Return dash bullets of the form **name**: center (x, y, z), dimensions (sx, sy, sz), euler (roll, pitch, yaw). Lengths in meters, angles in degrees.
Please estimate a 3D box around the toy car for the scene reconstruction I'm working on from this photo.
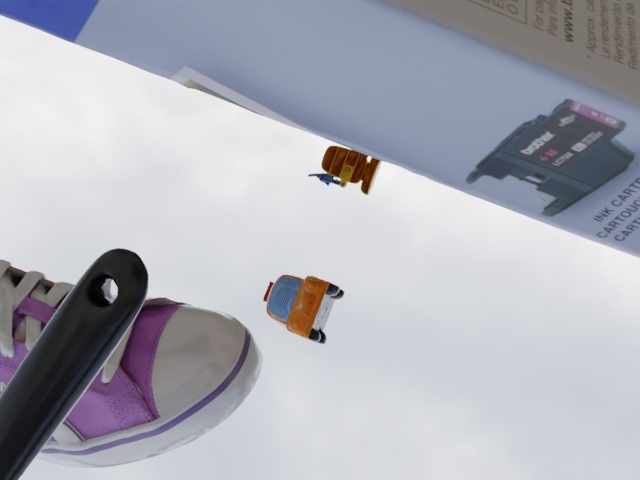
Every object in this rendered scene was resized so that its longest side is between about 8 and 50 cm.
- **toy car**: center (0.000, 0.000, 0.936), dimensions (0.041, 0.122, 0.060), euler (20, -166, 8)

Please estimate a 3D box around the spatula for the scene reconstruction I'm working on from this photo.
- **spatula**: center (-0.151, 0.122, 0.727), dimensions (0.084, 0.296, 0.030), euler (44, -156, 23)

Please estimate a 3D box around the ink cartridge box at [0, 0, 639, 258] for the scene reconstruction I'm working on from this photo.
- **ink cartridge box**: center (0.019, -0.109, 0.450), dimensions (0.311, 0.065, 0.185), euler (21, -129, -20)

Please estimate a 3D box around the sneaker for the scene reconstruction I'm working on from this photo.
- **sneaker**: center (-0.184, 0.051, 1.014), dimensions (0.282, 0.161, 0.102), euler (-4, -134, 23)
